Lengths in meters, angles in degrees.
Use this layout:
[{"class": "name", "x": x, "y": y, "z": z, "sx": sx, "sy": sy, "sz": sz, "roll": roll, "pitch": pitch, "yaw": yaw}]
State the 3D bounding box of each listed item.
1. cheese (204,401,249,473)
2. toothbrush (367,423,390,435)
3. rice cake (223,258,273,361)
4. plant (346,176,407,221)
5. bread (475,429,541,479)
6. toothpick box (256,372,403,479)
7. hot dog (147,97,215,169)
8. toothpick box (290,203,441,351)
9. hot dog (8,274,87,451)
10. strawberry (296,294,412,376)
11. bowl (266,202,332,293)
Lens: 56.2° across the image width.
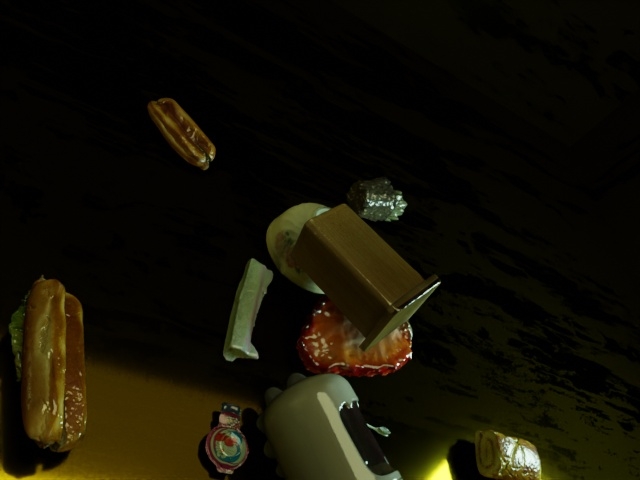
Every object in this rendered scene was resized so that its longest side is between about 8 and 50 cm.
[{"class": "cheese", "x": -0.186, "y": 0.399, "z": 1.214, "sx": 0.095, "sy": 0.038, "sz": 0.145, "roll": 22, "pitch": 43, "yaw": -25}, {"class": "toothbrush", "x": 0.077, "y": 0.425, "z": 1.439, "sx": 0.220, "sy": 0.019, "sz": 0.016, "roll": 29, "pitch": 45, "yaw": -17}, {"class": "rice cake", "x": -0.171, "y": 0.165, "z": 1.441, "sx": 0.081, "sy": 0.051, "sz": 0.290, "roll": 20, "pitch": 44, "yaw": -13}, {"class": "plant", "x": 0.189, "y": -0.135, "z": 1.983, "sx": 0.195, "sy": 0.129, "sz": 0.132, "roll": 3, "pitch": 52, "yaw": -36}, {"class": "bread", "x": 0.501, "y": 0.580, "z": 1.599, "sx": 0.172, "sy": 0.103, "sz": 0.131, "roll": 25, "pitch": 47, "yaw": -27}, {"class": "toothpick box", "x": 0.000, "y": 0.422, "z": 1.237, "sx": 0.229, "sy": 0.229, "sz": 0.316, "roll": -6, "pitch": 57, "yaw": -44}, {"class": "hot dog", "x": -0.392, "y": -0.299, "z": 1.674, "sx": 0.100, "sy": 0.068, "sz": 0.249, "roll": -31, "pitch": 75, "yaw": -38}, {"class": "toothpick box", "x": 0.093, "y": 0.076, "z": 1.445, "sx": 0.188, "sy": 0.190, "sz": 0.308, "roll": -28, "pitch": 66, "yaw": -38}, {"class": "hot dog", "x": -0.486, "y": 0.210, "z": 1.073, "sx": 0.135, "sy": 0.100, "sz": 0.337, "roll": 70, "pitch": 0, "yaw": -56}, {"class": "strawberry", "x": 0.073, "y": 0.248, "z": 1.515, "sx": 0.336, "sy": 0.149, "sz": 0.265, "roll": -18, "pitch": 65, "yaw": -37}, {"class": "bowl", "x": 0.000, "y": 0.000, "z": 1.680, "sx": 0.277, "sy": 0.145, "sz": 0.277, "roll": 26, "pitch": 39, "yaw": -24}]
